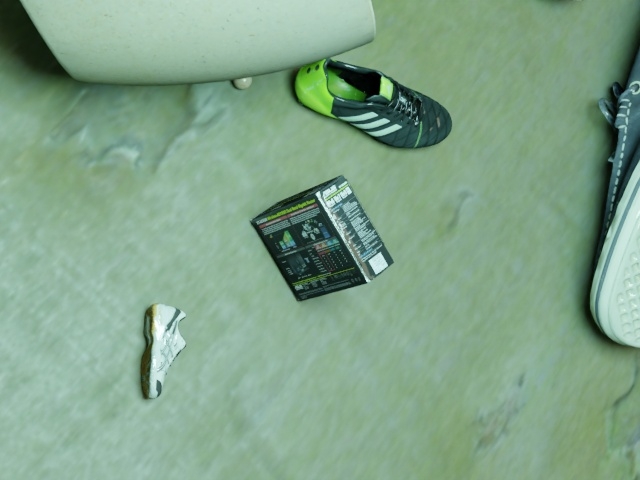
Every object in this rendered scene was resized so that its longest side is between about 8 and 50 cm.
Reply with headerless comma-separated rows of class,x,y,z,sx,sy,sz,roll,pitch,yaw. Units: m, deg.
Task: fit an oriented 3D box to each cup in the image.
cup,-0.134,-0.257,0.942,0.237,0.331,0.331,-28,96,0

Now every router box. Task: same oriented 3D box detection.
router box,0.000,0.000,1.048,0.038,0.122,0.092,-36,100,-33

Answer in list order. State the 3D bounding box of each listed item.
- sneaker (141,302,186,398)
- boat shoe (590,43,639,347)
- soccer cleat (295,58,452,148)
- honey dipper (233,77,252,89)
sneaker,-0.134,0.097,1.010,0.037,0.032,0.083,10,77,-26
boat shoe,0.404,-0.120,1.275,0.186,0.156,0.500,24,82,-28
soccer cleat,0.061,-0.133,1.132,0.178,0.072,0.060,15,75,-26
honey dipper,-0.050,-0.217,1.112,0.030,0.030,0.161,25,72,-23
